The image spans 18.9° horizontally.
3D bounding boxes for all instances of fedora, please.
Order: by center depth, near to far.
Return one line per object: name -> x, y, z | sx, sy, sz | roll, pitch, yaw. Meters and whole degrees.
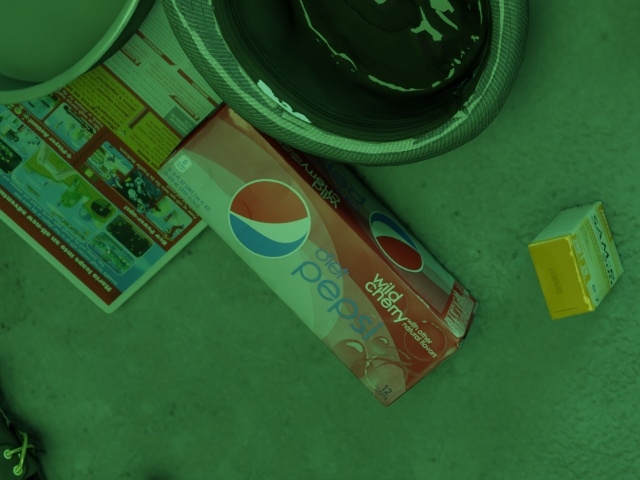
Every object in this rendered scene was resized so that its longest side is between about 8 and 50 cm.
fedora -> 0.027, -0.189, 1.432 | 0.275, 0.124, 0.243 | 33, 110, -3

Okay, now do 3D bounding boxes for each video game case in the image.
video game case -> -0.153, -0.093, 1.557 | 0.204, 0.025, 0.285 | 43, 114, -12

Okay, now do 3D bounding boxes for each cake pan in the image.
cake pan -> -0.228, -0.250, 1.499 | 0.293, 0.054, 0.293 | -1, 87, 32

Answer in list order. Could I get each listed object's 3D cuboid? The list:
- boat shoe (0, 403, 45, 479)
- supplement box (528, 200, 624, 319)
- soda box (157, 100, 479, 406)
boat shoe -> -0.275, 0.206, 1.683 | 0.069, 0.081, 0.227 | -9, 109, 18
supplement box -> 0.195, 0.014, 1.453 | 0.036, 0.098, 0.062 | -15, 101, 26
soda box -> 0.000, 0.000, 1.505 | 0.263, 0.083, 0.092 | 46, 114, -7
